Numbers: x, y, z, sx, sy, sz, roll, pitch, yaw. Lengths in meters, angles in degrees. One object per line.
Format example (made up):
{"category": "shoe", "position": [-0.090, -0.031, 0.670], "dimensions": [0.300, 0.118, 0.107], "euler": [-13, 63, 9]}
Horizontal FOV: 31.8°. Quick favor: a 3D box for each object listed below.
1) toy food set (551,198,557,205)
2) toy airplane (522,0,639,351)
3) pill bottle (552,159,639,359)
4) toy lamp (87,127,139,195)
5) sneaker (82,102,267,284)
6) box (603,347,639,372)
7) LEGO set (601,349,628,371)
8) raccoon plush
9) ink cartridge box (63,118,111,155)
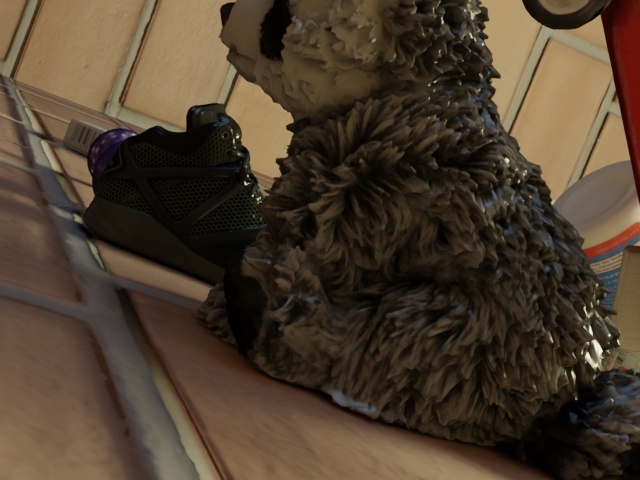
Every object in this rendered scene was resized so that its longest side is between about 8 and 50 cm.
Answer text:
{"category": "toy food set", "position": [0.292, -0.006, 1.835], "dimensions": [0.220, 0.092, 0.306], "euler": [21, -19, 20]}
{"category": "toy airplane", "position": [0.310, -0.077, 0.797], "dimensions": [0.272, 0.386, 0.384], "euler": [-15, -26, 12]}
{"category": "pill bottle", "position": [0.325, 0.040, 1.101], "dimensions": [0.221, 0.124, 0.124], "euler": [52, -6, -19]}
{"category": "toy lamp", "position": [-0.183, -0.066, 1.071], "dimensions": [0.080, 0.080, 0.275], "euler": [20, 4, -18]}
{"category": "sneaker", "position": [-0.057, -0.027, 0.877], "dimensions": [0.227, 0.130, 0.087], "euler": [24, 6, -2]}
{"category": "box", "position": [0.389, 0.131, 1.278], "dimensions": [0.087, 0.101, 0.102], "euler": [19, 6, -31]}
{"category": "LEGO set", "position": [0.257, 0.110, 1.202], "dimensions": [0.244, 0.060, 0.182], "euler": [25, 9, 30]}
{"category": "raccoon plush", "position": [0.133, -0.030, 0.694], "dimensions": [0.446, 0.299, 0.216], "euler": [21, 4, -6]}
{"category": "ink cartridge box", "position": [-0.208, -0.100, 1.577], "dimensions": [0.223, 0.045, 0.224], "euler": [24, 4, 31]}
